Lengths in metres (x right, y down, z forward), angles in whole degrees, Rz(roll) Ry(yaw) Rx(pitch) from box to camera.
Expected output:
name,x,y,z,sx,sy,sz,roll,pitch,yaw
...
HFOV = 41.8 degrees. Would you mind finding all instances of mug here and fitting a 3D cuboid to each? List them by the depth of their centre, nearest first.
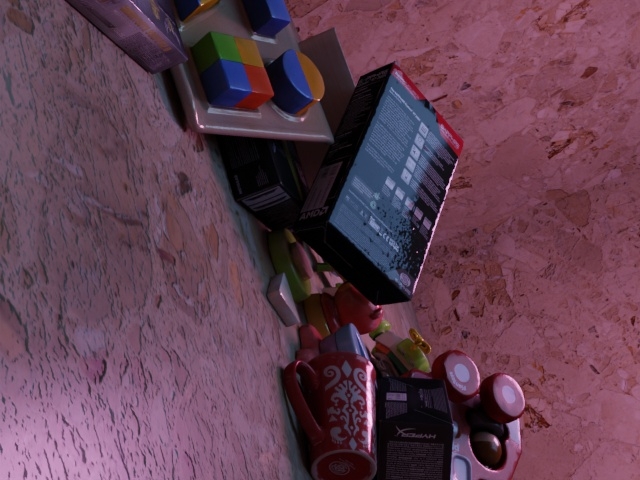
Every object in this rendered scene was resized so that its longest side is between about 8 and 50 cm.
name,x,y,z,sx,sy,sz,roll,pitch,yaw
mug,0.011,0.254,1.187,0.169,0.150,0.113,-93,-162,-50

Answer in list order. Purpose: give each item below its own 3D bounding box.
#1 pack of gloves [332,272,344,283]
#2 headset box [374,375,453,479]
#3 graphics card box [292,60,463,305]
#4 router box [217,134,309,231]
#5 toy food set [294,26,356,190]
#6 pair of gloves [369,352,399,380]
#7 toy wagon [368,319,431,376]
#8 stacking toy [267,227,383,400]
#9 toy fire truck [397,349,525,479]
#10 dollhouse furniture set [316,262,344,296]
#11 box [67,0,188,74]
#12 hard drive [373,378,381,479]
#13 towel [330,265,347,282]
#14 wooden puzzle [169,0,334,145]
name,x,y,z,sx,sy,sz,roll,pitch,yaw
pack of gloves,0.021,0.020,1.838,0.195,0.046,0.232,-118,-164,-53
headset box,0.137,0.382,1.291,0.218,0.110,0.293,-55,148,-81
graphics card box,0.113,-0.100,1.466,0.233,0.094,0.371,42,53,-31
router box,-0.109,-0.185,1.425,0.243,0.081,0.309,43,28,-70
toy food set,-0.022,-0.230,1.610,0.092,0.219,0.306,6,64,-80
pair of gloves,0.183,0.359,1.885,0.240,0.042,0.204,60,-6,9
toy wagon,0.207,0.304,1.916,0.267,0.068,0.344,48,-14,27
stacking toy,0.024,0.113,1.402,0.309,0.130,0.279,-94,162,-63
toy fire truck,0.266,0.376,1.618,0.302,0.169,0.254,27,49,-24
dollhouse furniture set,0.023,0.123,1.740,0.076,0.058,0.152,-100,-172,-83
box,-0.244,-0.323,0.984,0.231,0.056,0.183,38,32,-73
hard drive,0.161,0.471,1.664,0.339,0.064,0.237,-96,163,-57
towel,0.000,0.000,1.621,0.237,0.021,0.102,47,-14,54
wooden puzzle,-0.114,-0.309,1.280,0.348,0.080,0.322,0,66,-54
